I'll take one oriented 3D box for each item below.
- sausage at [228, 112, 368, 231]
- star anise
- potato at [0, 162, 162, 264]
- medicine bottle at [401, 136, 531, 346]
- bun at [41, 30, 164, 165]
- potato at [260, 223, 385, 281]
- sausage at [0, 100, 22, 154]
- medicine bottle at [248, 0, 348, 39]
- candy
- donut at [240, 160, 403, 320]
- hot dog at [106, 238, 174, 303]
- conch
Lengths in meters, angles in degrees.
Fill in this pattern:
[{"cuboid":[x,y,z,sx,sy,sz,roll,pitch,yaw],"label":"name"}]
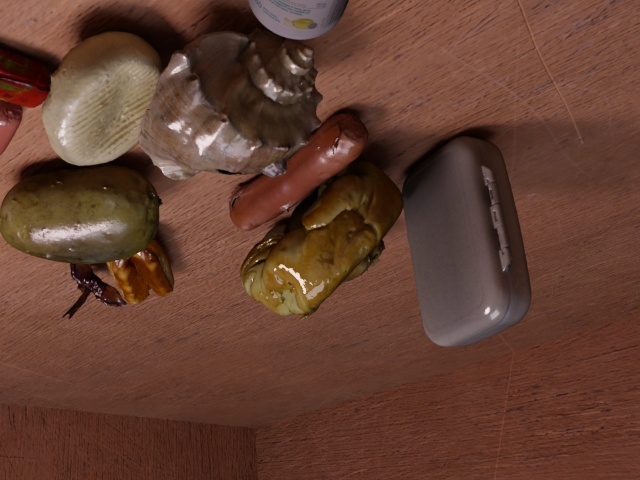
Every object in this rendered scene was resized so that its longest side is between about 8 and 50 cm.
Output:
[{"cuboid":[-0.057,-0.119,1.770,0.094,0.094,0.419,30,144,-24],"label":"sausage"},{"cuboid":[-0.555,0.133,2.165,0.158,0.144,0.140,30,162,17],"label":"star anise"},{"cuboid":[-0.450,-0.048,1.747,0.307,0.173,0.210,-2,160,-5],"label":"potato"},{"cuboid":[0.274,0.004,1.776,0.122,0.375,0.282,3,157,-30],"label":"medicine bottle"},{"cuboid":[-0.335,-0.221,1.386,0.222,0.127,0.222,-35,156,-18],"label":"bun"},{"cuboid":[0.008,0.031,2.064,0.296,0.141,0.191,-9,-160,-23],"label":"potato"},{"cuboid":[-0.538,-0.186,1.530,0.062,0.062,0.154,8,154,-31],"label":"sausage"},{"cuboid":[-0.012,-0.358,1.138,0.135,0.135,0.215,0,158,-14],"label":"medicine bottle"},{"cuboid":[-0.484,-0.252,1.386,0.292,0.059,0.086,14,151,-39],"label":"candy"},{"cuboid":[0.000,0.000,1.795,0.170,0.360,0.360,44,145,-4],"label":"donut"},{"cuboid":[-0.413,0.053,2.101,0.135,0.100,0.337,-13,159,-5],"label":"hot dog"},{"cuboid":[-0.136,-0.185,1.385,0.263,0.186,0.324,16,123,-44],"label":"conch"}]
